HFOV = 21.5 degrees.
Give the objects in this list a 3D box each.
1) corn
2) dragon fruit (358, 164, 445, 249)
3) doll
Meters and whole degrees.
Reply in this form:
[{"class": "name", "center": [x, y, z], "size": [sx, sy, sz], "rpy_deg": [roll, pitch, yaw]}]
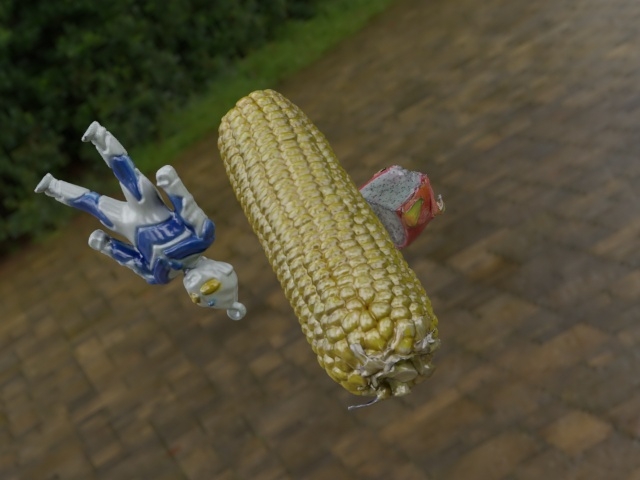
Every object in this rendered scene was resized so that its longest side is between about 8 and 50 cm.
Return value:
[{"class": "corn", "center": [0.000, 0.000, 1.413], "size": [0.106, 0.305, 0.106], "rpy_deg": [-22, -32, -15]}, {"class": "dragon fruit", "center": [0.077, -0.029, 1.548], "size": [0.056, 0.060, 0.083], "rpy_deg": [-39, 30, -22]}, {"class": "doll", "center": [-0.149, -0.007, 1.565], "size": [0.114, 0.227, 0.057], "rpy_deg": [-44, 15, 23]}]
